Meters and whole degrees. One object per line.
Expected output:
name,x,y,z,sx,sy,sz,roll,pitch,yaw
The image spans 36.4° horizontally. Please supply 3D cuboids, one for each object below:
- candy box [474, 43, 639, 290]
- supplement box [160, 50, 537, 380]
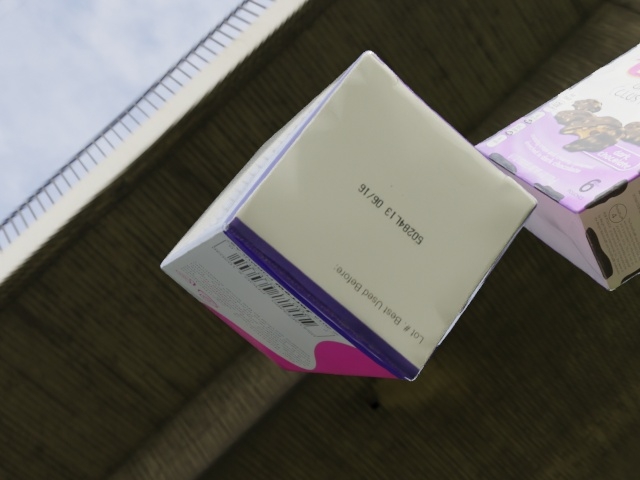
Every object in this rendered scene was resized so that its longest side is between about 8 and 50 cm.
candy box,0.235,-0.070,0.692,0.196,0.165,0.070,-32,-65,-3
supplement box,0.000,0.000,0.534,0.111,0.220,0.114,40,-107,-9
